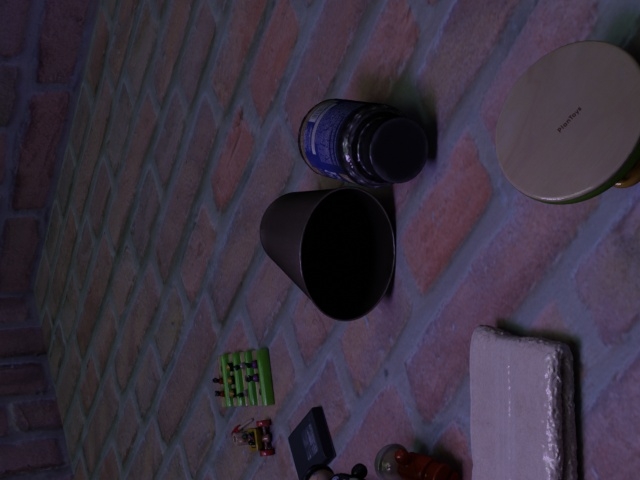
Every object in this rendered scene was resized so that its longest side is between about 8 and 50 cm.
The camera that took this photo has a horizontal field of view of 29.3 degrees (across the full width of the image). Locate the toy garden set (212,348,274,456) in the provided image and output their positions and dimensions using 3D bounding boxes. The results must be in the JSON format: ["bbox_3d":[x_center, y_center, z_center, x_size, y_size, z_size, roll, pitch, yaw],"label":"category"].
[{"bbox_3d":[-0.159,0.322,2.416,0.244,0.049,0.203,160,104,-64],"label":"toy garden set"}]

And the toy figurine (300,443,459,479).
[{"bbox_3d":[0.083,0.401,1.719,0.148,0.213,0.209,5,103,53],"label":"toy figurine"}]

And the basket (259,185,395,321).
[{"bbox_3d":[0.000,0.000,1.916,0.227,0.154,0.204,-153,59,-66],"label":"basket"}]

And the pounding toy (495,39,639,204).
[{"bbox_3d":[0.313,-0.120,1.306,0.237,0.110,0.182,-24,57,33],"label":"pounding toy"}]

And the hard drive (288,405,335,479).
[{"bbox_3d":[-0.018,0.361,2.151,0.135,0.022,0.094,123,136,-52],"label":"hard drive"}]

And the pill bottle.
[{"bbox_3d":[0.063,-0.141,1.782,0.219,0.123,0.122,-159,67,-64],"label":"pill bottle"}]

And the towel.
[{"bbox_3d":[0.253,0.253,1.526,0.187,0.049,0.282,7,99,63],"label":"towel"}]
